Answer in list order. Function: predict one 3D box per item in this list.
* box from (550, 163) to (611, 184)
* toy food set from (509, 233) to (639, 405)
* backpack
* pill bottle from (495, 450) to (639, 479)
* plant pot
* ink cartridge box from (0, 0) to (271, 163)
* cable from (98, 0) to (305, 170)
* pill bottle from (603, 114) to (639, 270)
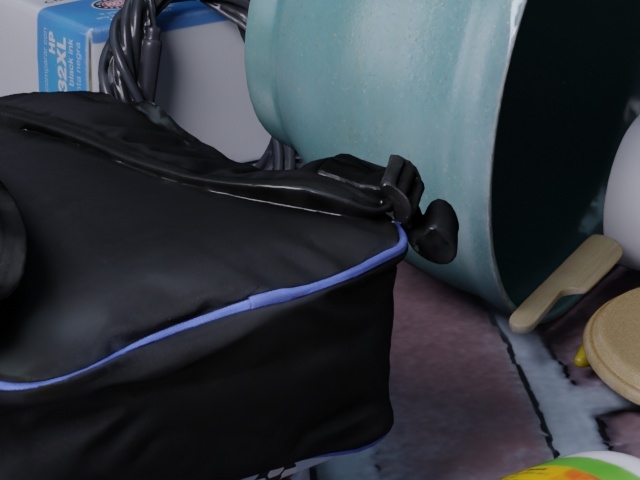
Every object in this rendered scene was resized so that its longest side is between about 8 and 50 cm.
[{"bbox_3d":[0.260,-0.059,1.182,0.175,0.051,0.220,5,23,14],"label":"box"},{"bbox_3d":[0.208,0.066,0.917,0.192,0.038,0.132,22,37,29],"label":"toy food set"},{"bbox_3d":[-0.122,0.037,0.751,0.277,0.213,0.263,-11,33,-40],"label":"backpack"},{"bbox_3d":[0.019,0.165,0.536,0.246,0.136,0.136,-15,27,-32],"label":"pill bottle"},{"bbox_3d":[0.080,-0.119,0.993,0.196,0.293,0.293,17,28,26],"label":"plant pot"},{"bbox_3d":[-0.163,-0.156,1.309,0.223,0.129,0.307,-17,28,-34],"label":"ink cartridge box"},{"bbox_3d":[-0.081,-0.103,1.140,0.151,0.184,0.047,-32,8,-23],"label":"cable"},{"bbox_3d":[0.283,-0.012,0.984,0.209,0.119,0.119,13,26,29],"label":"pill bottle"}]
